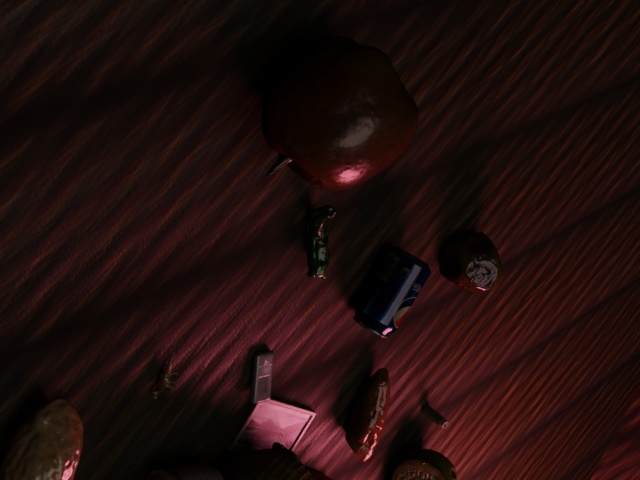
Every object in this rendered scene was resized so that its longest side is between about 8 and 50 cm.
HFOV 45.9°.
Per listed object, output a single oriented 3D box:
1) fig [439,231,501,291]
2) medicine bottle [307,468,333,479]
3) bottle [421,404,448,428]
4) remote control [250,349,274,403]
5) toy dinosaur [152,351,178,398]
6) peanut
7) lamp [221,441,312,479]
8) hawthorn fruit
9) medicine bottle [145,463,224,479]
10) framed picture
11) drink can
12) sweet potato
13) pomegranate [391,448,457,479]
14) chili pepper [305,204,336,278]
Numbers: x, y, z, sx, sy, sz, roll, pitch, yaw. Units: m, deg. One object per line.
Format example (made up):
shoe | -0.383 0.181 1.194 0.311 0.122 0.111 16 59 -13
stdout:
fig | 0.387 0.051 1.940 0.144 0.154 0.166 57 41 -27
medicine bottle | 0.023 0.684 1.890 0.112 0.222 0.149 -55 135 -2
bottle | 0.325 0.501 2.147 0.030 0.083 0.030 -19 124 -32
remote control | -0.130 0.306 1.695 0.053 0.017 0.125 -6 108 -36
toy dinosaur | -0.306 0.277 1.531 0.041 0.026 0.113 22 106 -28
peanut | -0.509 0.439 1.373 0.153 0.140 0.325 4 106 -61
lamp | -0.104 0.605 1.699 0.250 0.284 0.250 -49 164 -19
hawthorn fruit | 0.015 -0.215 1.377 0.301 0.267 0.268 -42 133 -13
medicine bottle | -0.291 0.552 1.608 0.143 0.147 0.147 10 105 -40
framed picture | -0.112 0.449 1.797 0.203 0.015 0.150 30 92 -45
drink can | 0.167 0.122 1.789 0.118 0.118 0.205 28 94 -45
sweet potato | 0.125 0.445 1.946 0.097 0.097 0.252 5 105 -42
pomegranate | 0.298 0.715 2.175 0.159 0.189 0.241 -3 115 -66
chili pepper | -0.001 -0.005 1.609 0.050 0.073 0.182 -3 122 -14
